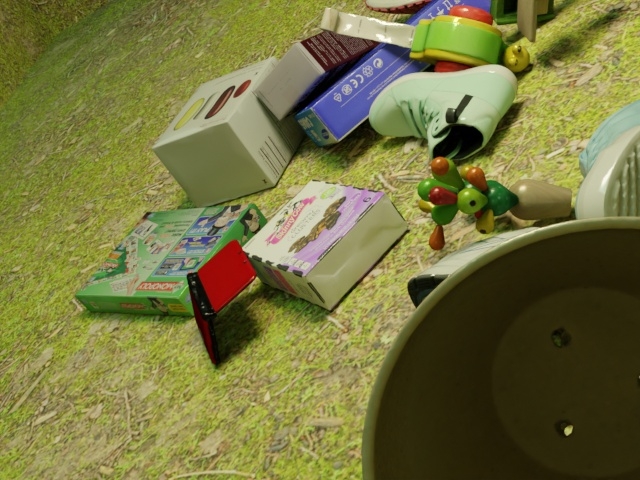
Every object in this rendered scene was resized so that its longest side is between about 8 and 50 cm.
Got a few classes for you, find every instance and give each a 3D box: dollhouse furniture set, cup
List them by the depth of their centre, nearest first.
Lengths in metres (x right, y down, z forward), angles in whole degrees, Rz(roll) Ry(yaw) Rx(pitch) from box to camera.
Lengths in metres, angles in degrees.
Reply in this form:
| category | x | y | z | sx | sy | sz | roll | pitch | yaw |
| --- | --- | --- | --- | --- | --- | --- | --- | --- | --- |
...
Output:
| category | x | y | z | sx | sy | sz | roll | pitch | yaw |
| --- | --- | --- | --- | --- | --- | --- | --- | --- | --- |
| cup | 0.211 | 0.133 | 0.759 | 0.331 | 0.331 | 0.237 | -30 | 2 | 13 |
| dollhouse furniture set | 0.434 | -0.392 | 1.531 | 0.302 | 0.151 | 0.197 | -8 | 34 | -7 |

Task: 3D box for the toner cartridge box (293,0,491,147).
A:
| category | x | y | z | sx | sy | sz | roll | pitch | yaw |
| --- | --- | --- | --- | --- | --- | --- | --- | --- | --- |
| toner cartridge box | 0.120 | -0.295 | 1.687 | 0.348 | 0.075 | 0.165 | -40 | 8 | -7 |

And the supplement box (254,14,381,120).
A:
| category | x | y | z | sx | sy | sz | roll | pitch | yaw |
| --- | --- | --- | --- | --- | --- | --- | --- | --- | --- |
| supplement box | 0.002 | -0.305 | 1.768 | 0.130 | 0.073 | 0.239 | -43 | -3 | 38 |

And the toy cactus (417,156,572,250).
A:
| category | x | y | z | sx | sy | sz | roll | pitch | yaw |
| --- | --- | --- | --- | --- | --- | --- | --- | --- | --- |
| toy cactus | 0.204 | -0.042 | 1.199 | 0.181 | 0.112 | 0.219 | 5 | -5 | 7 |

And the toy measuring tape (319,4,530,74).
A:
| category | x | y | z | sx | sy | sz | roll | pitch | yaw |
| --- | --- | --- | --- | --- | --- | --- | --- | --- | --- |
| toy measuring tape | 0.155 | -0.311 | 1.534 | 0.330 | 0.121 | 0.121 | 15 | 45 | 8 |

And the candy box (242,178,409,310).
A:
| category | x | y | z | sx | sy | sz | roll | pitch | yaw |
| --- | --- | --- | --- | --- | --- | --- | --- | --- | --- |
| candy box | 0.000 | 0.000 | 1.419 | 0.165 | 0.070 | 0.196 | -46 | 28 | -17 |

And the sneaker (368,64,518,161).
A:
| category | x | y | z | sx | sy | sz | roll | pitch | yaw |
| --- | --- | --- | --- | --- | --- | --- | --- | --- | --- |
| sneaker | 0.153 | -0.173 | 1.485 | 0.256 | 0.094 | 0.151 | -9 | 38 | 42 |

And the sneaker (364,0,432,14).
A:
| category | x | y | z | sx | sy | sz | roll | pitch | yaw |
| --- | --- | --- | --- | --- | --- | --- | --- | --- | --- |
| sneaker | 0.209 | -0.489 | 1.851 | 0.299 | 0.112 | 0.121 | -13 | 0 | 39 |

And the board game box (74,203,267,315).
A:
| category | x | y | z | sx | sy | sz | roll | pitch | yaw |
| --- | --- | --- | --- | --- | --- | --- | --- | --- | --- |
| board game box | -0.256 | 0.032 | 1.695 | 0.317 | 0.046 | 0.213 | -2 | 44 | 48 |

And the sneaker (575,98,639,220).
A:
| category | x | y | z | sx | sy | sz | roll | pitch | yaw |
| --- | --- | --- | --- | --- | --- | --- | --- | --- | --- |
| sneaker | 0.327 | -0.064 | 1.044 | 0.150 | 0.135 | 0.366 | -19 | 8 | 44 |

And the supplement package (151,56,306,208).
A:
| category | x | y | z | sx | sy | sz | roll | pitch | yaw |
| --- | --- | --- | --- | --- | --- | --- | --- | --- | --- |
| supplement package | -0.153 | -0.193 | 1.812 | 0.194 | 0.149 | 0.203 | -14 | 34 | 37 |

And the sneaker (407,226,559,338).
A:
| category | x | y | z | sx | sy | sz | roll | pitch | yaw |
| --- | --- | --- | --- | --- | --- | --- | --- | --- | --- |
| sneaker | 0.230 | 0.031 | 1.074 | 0.297 | 0.111 | 0.129 | 0 | 35 | 46 |

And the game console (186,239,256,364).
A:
| category | x | y | z | sx | sy | sz | roll | pitch | yaw |
| --- | --- | --- | --- | --- | --- | --- | --- | --- | --- |
| game console | -0.135 | 0.086 | 1.429 | 0.085 | 0.124 | 0.144 | -14 | 25 | -11 |
